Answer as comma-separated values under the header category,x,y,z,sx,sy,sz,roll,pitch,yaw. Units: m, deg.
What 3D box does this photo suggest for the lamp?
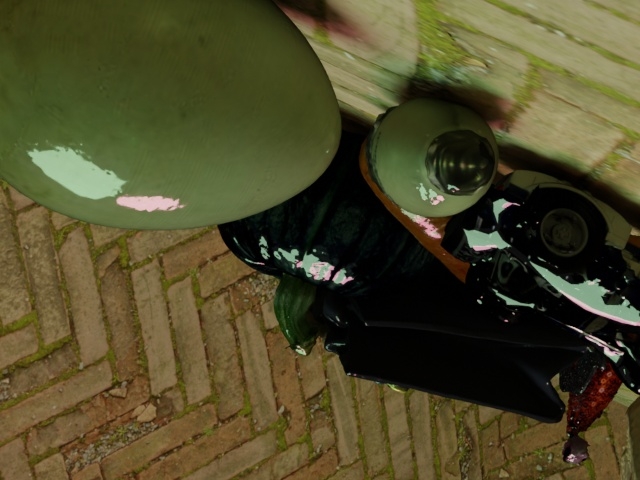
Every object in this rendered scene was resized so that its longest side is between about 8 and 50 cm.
category,x,y,z,sx,sy,sz,roll,pitch,yaw
lamp,0.088,-0.069,1.211,0.101,0.101,0.250,27,-178,-10

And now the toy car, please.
category,x,y,z,sx,sy,sz,roll,pitch,yaw
toy car,0.249,0.029,1.303,0.301,0.118,0.193,28,163,0

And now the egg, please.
category,x,y,z,sx,sy,sz,roll,pitch,yaw
egg,-0.124,-0.112,1.094,0.295,0.218,0.218,18,179,-21

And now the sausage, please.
category,x,y,z,sx,sy,sz,roll,pitch,yaw
sausage,0.133,-0.017,1.453,0.103,0.076,0.302,50,-175,37

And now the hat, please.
category,x,y,z,sx,sy,sz,roll,pitch,yaw
hat,0.351,0.179,1.921,0.129,0.227,0.140,28,170,-36

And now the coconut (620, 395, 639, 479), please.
category,x,y,z,sx,sy,sz,roll,pitch,yaw
coconut,0.511,0.307,1.603,0.404,0.404,0.404,26,176,2

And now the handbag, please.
category,x,y,z,sx,sy,sz,roll,pitch,yaw
handbag,0.131,0.089,1.805,0.329,0.122,0.303,11,-160,-19

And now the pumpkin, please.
category,x,y,z,sx,sy,sz,roll,pitch,yaw
pumpkin,0.000,0.000,1.583,0.248,0.248,0.248,26,176,2
